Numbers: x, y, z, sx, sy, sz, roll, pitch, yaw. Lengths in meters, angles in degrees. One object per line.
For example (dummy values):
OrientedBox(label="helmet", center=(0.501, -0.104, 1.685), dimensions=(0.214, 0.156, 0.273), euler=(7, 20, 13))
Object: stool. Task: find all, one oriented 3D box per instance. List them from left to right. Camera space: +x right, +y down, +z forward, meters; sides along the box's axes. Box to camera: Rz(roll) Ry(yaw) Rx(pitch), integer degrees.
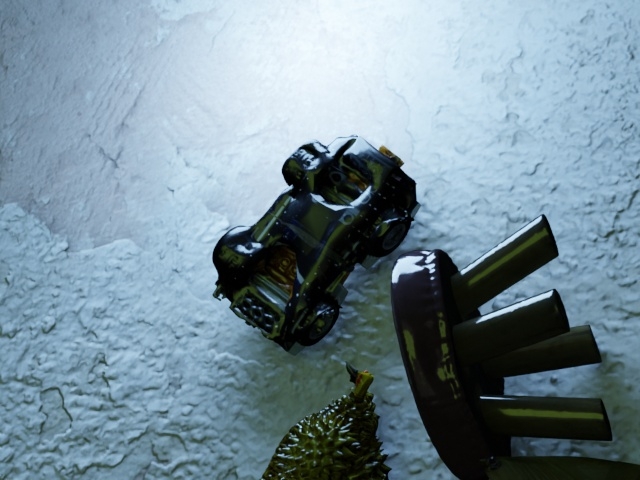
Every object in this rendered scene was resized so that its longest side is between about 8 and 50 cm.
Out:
OrientedBox(label="stool", center=(0.201, 0.118, 1.303), dimensions=(0.178, 0.272, 0.272), euler=(-19, 60, 17))

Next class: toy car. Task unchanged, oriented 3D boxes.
OrientedBox(label="toy car", center=(0.001, 0.000, 1.558), dimensions=(0.193, 0.118, 0.301), euler=(39, 88, 27))

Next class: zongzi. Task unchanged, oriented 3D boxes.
OrientedBox(label="zongzi", center=(0.301, 0.259, 1.198), dimensions=(0.228, 0.256, 0.115), euler=(-10, 52, 23))

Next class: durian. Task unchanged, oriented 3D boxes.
OrientedBox(label="durian", center=(0.020, 0.274, 1.394), dimensions=(0.137, 0.193, 0.237), euler=(36, 103, 16))
